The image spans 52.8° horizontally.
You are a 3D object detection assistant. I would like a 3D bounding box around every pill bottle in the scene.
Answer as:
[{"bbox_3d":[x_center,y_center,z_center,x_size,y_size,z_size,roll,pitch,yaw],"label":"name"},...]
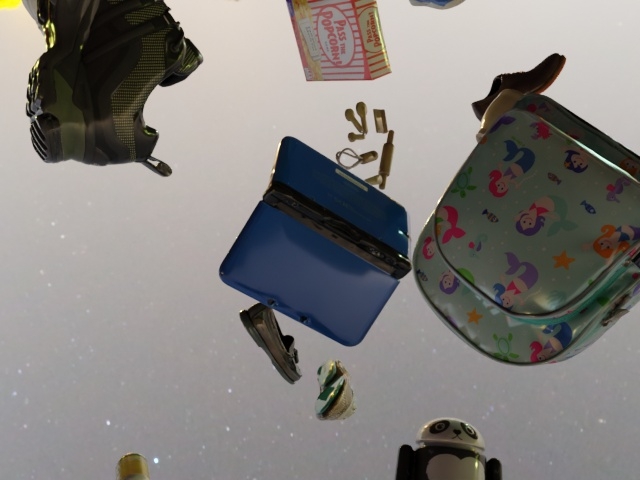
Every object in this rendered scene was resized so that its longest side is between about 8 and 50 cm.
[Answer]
[{"bbox_3d":[-0.365,0.472,1.260,0.065,0.065,0.116,-18,-160,-16],"label":"pill bottle"}]

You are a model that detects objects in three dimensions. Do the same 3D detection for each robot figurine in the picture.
[{"bbox_3d":[0.298,0.553,1.494,0.174,0.209,0.278,-17,-125,42],"label":"robot figurine"}]

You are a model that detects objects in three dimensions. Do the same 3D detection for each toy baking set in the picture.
[{"bbox_3d":[0.107,-0.210,1.535,0.030,0.197,0.256,-6,-111,43],"label":"toy baking set"}]

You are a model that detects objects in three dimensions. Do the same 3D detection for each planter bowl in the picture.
[{"bbox_3d":[0.402,-0.226,1.376,0.109,0.162,0.162,-40,-143,-2],"label":"planter bowl"}]

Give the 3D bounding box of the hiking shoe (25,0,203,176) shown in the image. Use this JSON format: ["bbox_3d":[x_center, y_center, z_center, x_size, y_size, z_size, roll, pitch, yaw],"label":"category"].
[{"bbox_3d":[-0.144,-0.162,0.474,0.114,0.226,0.086,8,-179,-34],"label":"hiking shoe"}]

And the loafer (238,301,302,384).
[{"bbox_3d":[-0.097,0.248,1.548,0.084,0.267,0.096,-33,-143,-2],"label":"loafer"}]

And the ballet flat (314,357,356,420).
[{"bbox_3d":[0.032,0.256,1.073,0.073,0.067,0.206,-42,-173,10],"label":"ballet flat"}]

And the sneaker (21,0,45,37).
[{"bbox_3d":[-0.459,-0.527,1.280,0.292,0.118,0.110,-44,-139,-12],"label":"sneaker"}]

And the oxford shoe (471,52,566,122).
[{"bbox_3d":[0.484,-0.381,1.566,0.271,0.098,0.097,-42,-173,-10],"label":"oxford shoe"}]

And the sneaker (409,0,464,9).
[{"bbox_3d":[0.203,-0.473,1.175,0.058,0.084,0.152,-50,-141,-9],"label":"sneaker"}]

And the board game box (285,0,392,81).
[{"bbox_3d":[0.027,-0.339,1.059,0.045,0.146,0.193,-27,-155,-27],"label":"board game box"}]

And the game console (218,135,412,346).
[{"bbox_3d":[0.000,0.000,1.148,0.293,0.173,0.250,31,-143,-19],"label":"game console"}]

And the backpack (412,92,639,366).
[{"bbox_3d":[0.222,0.003,0.666,0.225,0.253,0.191,46,-158,28],"label":"backpack"}]
